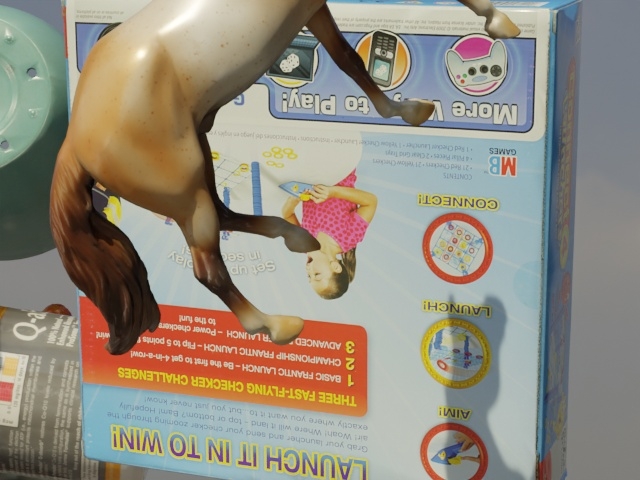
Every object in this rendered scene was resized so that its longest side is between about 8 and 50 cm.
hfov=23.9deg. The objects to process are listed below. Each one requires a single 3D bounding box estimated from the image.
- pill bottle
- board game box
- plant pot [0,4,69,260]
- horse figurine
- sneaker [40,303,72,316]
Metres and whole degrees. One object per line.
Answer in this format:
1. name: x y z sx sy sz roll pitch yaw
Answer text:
1. pill bottle: -0.297 0.146 1.473 0.278 0.162 0.162 9 -15 -2
2. board game box: 0.000 0.000 0.935 0.308 0.302 0.086 5 15 20
3. plant pot: -0.383 -0.138 1.745 0.293 0.293 0.235 3 -9 -2
4. horse figurine: -0.034 -0.070 0.656 0.174 0.263 0.066 39 -4 -26
5. sneaker: -0.349 0.149 1.772 0.064 0.175 0.067 38 6 14
